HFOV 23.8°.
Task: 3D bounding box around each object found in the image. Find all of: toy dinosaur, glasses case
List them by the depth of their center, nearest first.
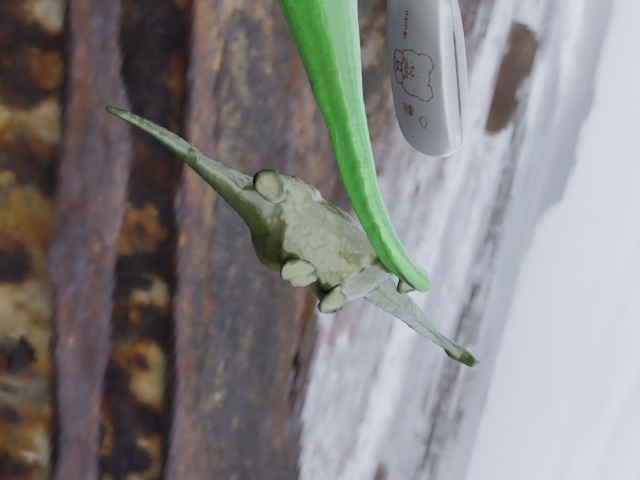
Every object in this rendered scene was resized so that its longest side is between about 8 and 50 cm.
[{"bbox_3d":[0.011,-0.242,1.075,0.500,0.144,0.374,68,29,-13],"label":"toy dinosaur"},{"bbox_3d":[0.000,0.000,1.399,0.087,0.447,0.301,-51,-173,4],"label":"toy dinosaur"},{"bbox_3d":[0.106,-0.171,1.498,0.049,0.074,0.193,-37,133,-37],"label":"glasses case"}]
